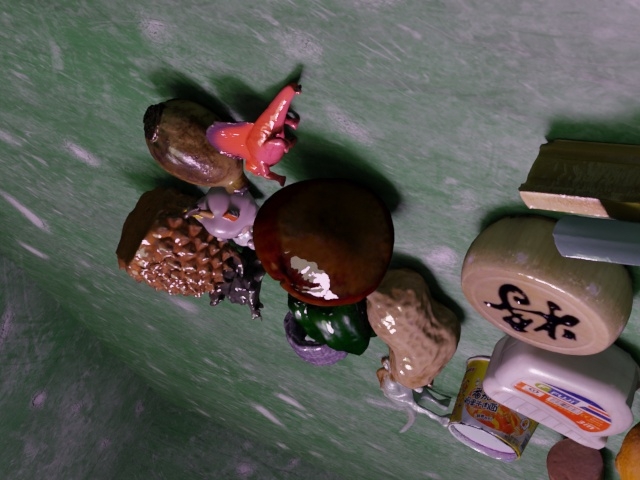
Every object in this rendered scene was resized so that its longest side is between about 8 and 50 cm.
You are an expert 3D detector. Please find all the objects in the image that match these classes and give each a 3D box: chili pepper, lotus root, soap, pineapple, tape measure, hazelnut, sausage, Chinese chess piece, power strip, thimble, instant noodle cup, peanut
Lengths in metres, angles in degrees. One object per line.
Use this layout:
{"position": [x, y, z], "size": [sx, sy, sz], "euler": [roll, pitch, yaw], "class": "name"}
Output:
{"position": [0.022, 0.103, 1.746], "size": [0.174, 0.165, 0.261], "euler": [36, 158, 52], "class": "chili pepper"}
{"position": [-0.203, -0.153, 1.522], "size": [0.214, 0.138, 0.138], "euler": [41, 155, -28], "class": "lotus root"}
{"position": [0.363, -0.070, 1.062], "size": [0.252, 0.092, 0.037], "euler": [9, 146, 40], "class": "soap"}
{"position": [-0.236, 0.045, 1.906], "size": [0.357, 0.223, 0.223], "euler": [31, 159, -27], "class": "pineapple"}
{"position": [0.439, 0.250, 1.613], "size": [0.258, 0.130, 0.265], "euler": [27, 152, -1], "class": "tape measure"}
{"position": [0.000, 0.000, 1.483], "size": [0.229, 0.229, 0.229], "euler": [25, 157, 11], "class": "hazelnut"}
{"position": [0.584, 0.547, 2.068], "size": [0.123, 0.123, 0.253], "euler": [17, 154, 27], "class": "sausage"}
{"position": [0.340, 0.071, 1.375], "size": [0.257, 0.104, 0.257], "euler": [25, 156, 12], "class": "Chinese chess piece"}
{"position": [0.389, 0.005, 1.120], "size": [0.168, 0.054, 0.253], "euler": [10, -177, 27], "class": "power strip"}
{"position": [-0.002, 0.197, 1.999], "size": [0.150, 0.150, 0.098], "euler": [16, 156, 30], "class": "thimble"}
{"position": [0.368, 0.357, 1.888], "size": [0.205, 0.153, 0.205], "euler": [23, 157, 10], "class": "instant noodle cup"}
{"position": [0.180, 0.161, 1.720], "size": [0.143, 0.159, 0.291], "euler": [57, 173, 48], "class": "peanut"}

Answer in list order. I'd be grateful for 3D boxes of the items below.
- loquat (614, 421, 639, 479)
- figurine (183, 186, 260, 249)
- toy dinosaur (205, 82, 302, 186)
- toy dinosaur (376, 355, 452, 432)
{"position": [0.645, 0.404, 1.619], "size": [0.234, 0.176, 0.187], "euler": [0, 103, 34], "class": "loquat"}
{"position": [-0.166, -0.045, 1.733], "size": [0.137, 0.112, 0.229], "euler": [11, 162, 25], "class": "figurine"}
{"position": [-0.106, -0.175, 1.396], "size": [0.139, 0.070, 0.286], "euler": [15, 154, 0], "class": "toy dinosaur"}
{"position": [0.222, 0.379, 2.186], "size": [0.205, 0.092, 0.393], "euler": [25, 159, 10], "class": "toy dinosaur"}
